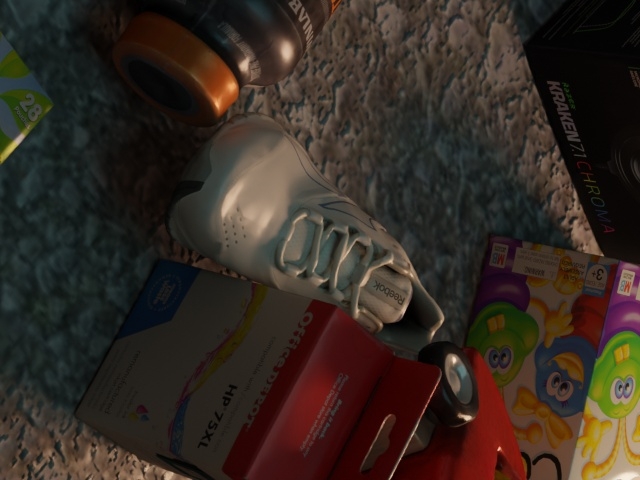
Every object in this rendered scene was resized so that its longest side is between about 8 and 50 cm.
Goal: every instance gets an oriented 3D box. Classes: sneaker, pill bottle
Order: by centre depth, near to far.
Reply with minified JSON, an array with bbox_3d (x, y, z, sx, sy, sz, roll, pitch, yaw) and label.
[{"bbox_3d":[-0.041,-0.195,1.370,0.246,0.130,0.130,-56,132,-19],"label":"pill bottle"},{"bbox_3d":[0.000,0.000,1.413,0.111,0.129,0.297,-58,147,1],"label":"sneaker"}]

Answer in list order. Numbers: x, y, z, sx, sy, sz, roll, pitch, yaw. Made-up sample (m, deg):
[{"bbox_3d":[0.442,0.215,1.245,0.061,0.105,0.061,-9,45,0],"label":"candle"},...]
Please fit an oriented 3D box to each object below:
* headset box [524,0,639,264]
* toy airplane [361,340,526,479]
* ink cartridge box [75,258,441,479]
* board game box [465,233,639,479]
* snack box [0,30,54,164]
[{"bbox_3d":[0.350,-0.090,1.675,0.131,0.283,0.246,-46,128,-28],"label":"headset box"},{"bbox_3d":[0.091,0.292,1.365,0.384,0.386,0.272,-52,130,-5],"label":"toy airplane"},{"bbox_3d":[-0.044,0.104,1.362,0.078,0.231,0.134,41,70,-42],"label":"ink cartridge box"},{"bbox_3d":[0.207,0.150,1.686,0.144,0.142,0.275,13,89,-45],"label":"board game box"},{"bbox_3d":[-0.283,-0.099,1.194,0.174,0.070,0.207,-51,131,-24],"label":"snack box"}]
